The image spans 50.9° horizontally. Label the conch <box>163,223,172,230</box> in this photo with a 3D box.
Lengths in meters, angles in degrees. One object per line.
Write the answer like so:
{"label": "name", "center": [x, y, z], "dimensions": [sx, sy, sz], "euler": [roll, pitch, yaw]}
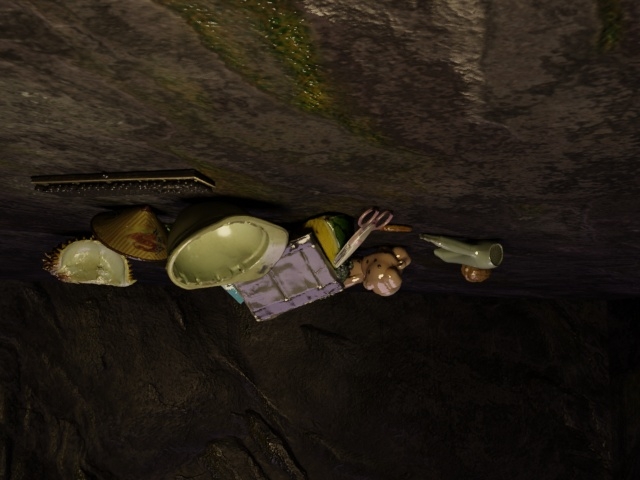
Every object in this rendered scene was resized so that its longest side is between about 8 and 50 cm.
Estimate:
{"label": "conch", "center": [-0.431, -0.003, 1.655], "dimensions": [0.201, 0.079, 0.095], "euler": [-18, 154, 11]}

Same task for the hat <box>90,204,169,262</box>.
{"label": "hat", "center": [-0.380, -0.039, 1.421], "dimensions": [0.193, 0.082, 0.193], "euler": [23, -157, -10]}

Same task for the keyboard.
{"label": "keyboard", "center": [-0.350, -0.097, 1.185], "dimensions": [0.317, 0.027, 0.106], "euler": [0, 171, 15]}

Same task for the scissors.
{"label": "scissors", "center": [0.081, -0.005, 1.428], "dimensions": [0.086, 0.022, 0.176], "euler": [8, 131, -45]}

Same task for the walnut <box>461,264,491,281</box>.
{"label": "walnut", "center": [0.485, 0.091, 2.100], "dimensions": [0.096, 0.082, 0.079], "euler": [5, -162, -34]}

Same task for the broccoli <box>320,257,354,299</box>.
{"label": "broccoli", "center": [-0.062, 0.060, 1.883], "dimensions": [0.304, 0.165, 0.145], "euler": [8, 135, 30]}

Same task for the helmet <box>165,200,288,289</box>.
{"label": "helmet", "center": [-0.209, -0.012, 1.367], "dimensions": [0.258, 0.137, 0.204], "euler": [-1, 136, -39]}

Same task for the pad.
{"label": "pad", "center": [-0.083, 0.088, 1.542], "dimensions": [0.233, 0.174, 0.022], "euler": [-24, -153, 17]}

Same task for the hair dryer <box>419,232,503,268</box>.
{"label": "hair dryer", "center": [0.328, 0.017, 1.750], "dimensions": [0.237, 0.075, 0.206], "euler": [17, 170, -35]}

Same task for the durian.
{"label": "durian", "center": [-0.624, 0.050, 1.822], "dimensions": [0.252, 0.139, 0.144], "euler": [5, 166, -18]}

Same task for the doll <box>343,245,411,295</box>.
{"label": "doll", "center": [0.134, 0.084, 1.938], "dimensions": [0.278, 0.154, 0.119], "euler": [-1, 132, 48]}

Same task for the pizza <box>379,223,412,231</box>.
{"label": "pizza", "center": [0.177, -0.029, 1.574], "dimensions": [0.083, 0.016, 0.037], "euler": [0, 171, -15]}

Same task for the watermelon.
{"label": "watermelon", "center": [0.000, 0.000, 1.562], "dimensions": [0.129, 0.123, 0.301], "euler": [27, 161, -16]}

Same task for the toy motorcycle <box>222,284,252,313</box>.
{"label": "toy motorcycle", "center": [-0.160, 0.060, 1.602], "dimensions": [0.272, 0.182, 0.123], "euler": [46, -175, -21]}
